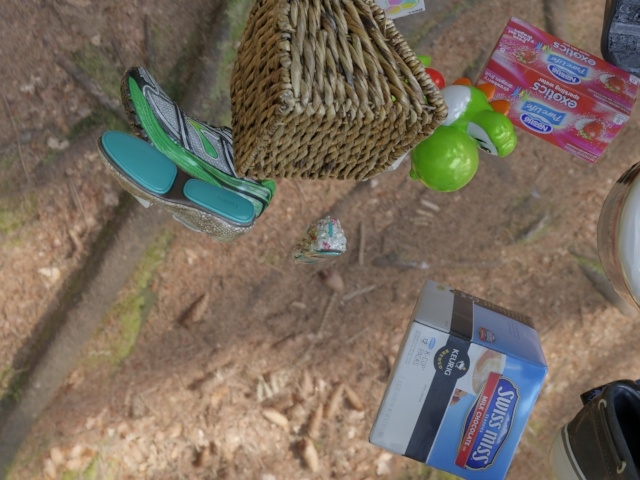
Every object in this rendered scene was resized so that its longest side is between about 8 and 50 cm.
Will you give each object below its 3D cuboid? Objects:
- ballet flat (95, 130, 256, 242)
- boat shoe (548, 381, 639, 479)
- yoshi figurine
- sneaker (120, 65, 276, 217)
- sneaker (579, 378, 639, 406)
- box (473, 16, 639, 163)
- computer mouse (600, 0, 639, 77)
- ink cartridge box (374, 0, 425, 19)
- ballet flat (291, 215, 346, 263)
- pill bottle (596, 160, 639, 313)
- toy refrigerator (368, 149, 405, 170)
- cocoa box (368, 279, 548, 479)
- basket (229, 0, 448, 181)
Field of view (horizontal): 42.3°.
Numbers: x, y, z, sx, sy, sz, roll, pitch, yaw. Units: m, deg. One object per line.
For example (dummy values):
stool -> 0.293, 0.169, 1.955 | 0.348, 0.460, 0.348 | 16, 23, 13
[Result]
ballet flat -> -0.177, -0.054, 0.975 | 0.206, 0.073, 0.067 | 31, 135, -7
boat shoe -> 0.206, 0.167, 0.448 | 0.080, 0.228, 0.076 | 14, 117, -20
yoshi figurine -> 0.148, -0.199, 1.408 | 0.204, 0.362, 0.203 | -14, 125, -47
sneaker -> -0.218, -0.168, 1.449 | 0.146, 0.134, 0.343 | -43, 107, -9
sneaker -> 0.357, 0.255, 1.010 | 0.091, 0.081, 0.232 | -9, 125, 2
box -> 0.411, -0.264, 1.460 | 0.122, 0.257, 0.128 | -59, 175, -38
computer mouse -> 0.600, -0.430, 1.539 | 0.189, 0.072, 0.272 | 15, 92, 7
ink cartridge box -> 0.180, -0.568, 1.922 | 0.109, 0.062, 0.209 | -14, 166, 8
ballet flat -> 0.000, 0.000, 1.609 | 0.091, 0.241, 0.077 | 2, 83, -16
pill bottle -> 0.341, -0.003, 0.732 | 0.176, 0.176, 0.318 | -47, 170, 11
toy refrigerator -> 0.092, -0.285, 1.871 | 0.094, 0.102, 0.269 | -53, 126, -39
cocoa box -> 0.245, 0.237, 1.461 | 0.228, 0.347, 0.231 | 20, 101, 7
basket -> 0.011, -0.218, 1.135 | 0.223, 0.213, 0.299 | 0, 166, -17
